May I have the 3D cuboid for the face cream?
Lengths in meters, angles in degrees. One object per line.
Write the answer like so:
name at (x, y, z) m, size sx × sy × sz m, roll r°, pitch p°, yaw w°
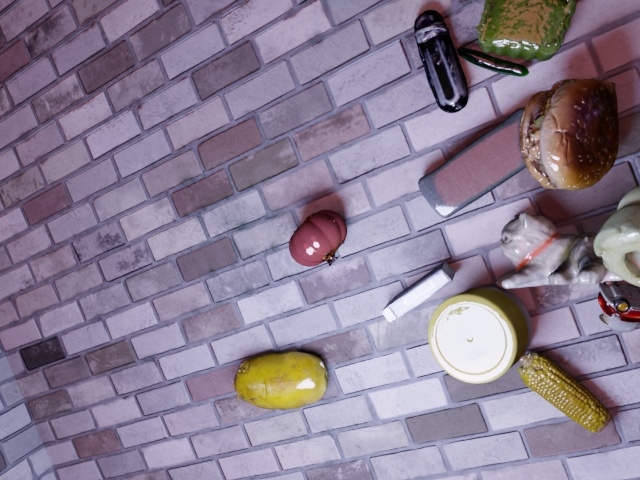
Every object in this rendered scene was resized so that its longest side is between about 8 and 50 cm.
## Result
face cream at (0.402, 0.231, 1.298) m, size 0.218 × 0.179 × 0.218 m, roll 1°, pitch 92°, yaw 33°

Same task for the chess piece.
chess piece at (0.718, -0.115, 1.011) m, size 0.234 × 0.234 × 0.442 m, roll 37°, pitch 73°, yaw 10°

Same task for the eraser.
eraser at (0.266, 0.141, 1.405) m, size 0.212 × 0.092 × 0.046 m, roll -39°, pitch 86°, yaw 22°

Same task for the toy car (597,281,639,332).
toy car at (0.734, 0.169, 1.241) m, size 0.139 × 0.112 × 0.112 m, roll 9°, pitch 118°, yaw 9°

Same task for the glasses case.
glasses case at (0.408, -0.188, 1.301) m, size 0.323 × 0.074 × 0.131 m, roll -36°, pitch 88°, yaw 22°

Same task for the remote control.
remote control at (0.300, -0.450, 1.295) m, size 0.090 × 0.066 × 0.266 m, roll -19°, pitch 93°, yaw 18°

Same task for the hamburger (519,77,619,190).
hamburger at (0.569, -0.237, 1.158) m, size 0.243 × 0.286 × 0.146 m, roll 45°, pitch 158°, yaw -25°

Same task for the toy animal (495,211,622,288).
toy animal at (0.543, 0.018, 1.185) m, size 0.266 × 0.308 × 0.188 m, roll -2°, pitch 85°, yaw 17°

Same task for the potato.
potato at (-0.121, 0.430, 1.576) m, size 0.300 × 0.140 × 0.173 m, roll -8°, pitch 90°, yaw 15°

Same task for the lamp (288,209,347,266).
lamp at (0.000, 0.000, 1.430) m, size 0.140 × 0.182 × 0.182 m, roll 45°, pitch 111°, yaw 3°

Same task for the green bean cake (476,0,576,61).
green bean cake at (0.479, -0.535, 1.189) m, size 0.200 × 0.113 × 0.214 m, roll 15°, pitch 104°, yaw 17°

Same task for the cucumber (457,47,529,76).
cucumber at (0.422, -0.437, 1.272) m, size 0.184 × 0.033 × 0.036 m, roll 24°, pitch 125°, yaw 16°

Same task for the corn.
corn at (0.618, 0.384, 1.322) m, size 0.261 × 0.097 × 0.097 m, roll 40°, pitch 111°, yaw 10°
